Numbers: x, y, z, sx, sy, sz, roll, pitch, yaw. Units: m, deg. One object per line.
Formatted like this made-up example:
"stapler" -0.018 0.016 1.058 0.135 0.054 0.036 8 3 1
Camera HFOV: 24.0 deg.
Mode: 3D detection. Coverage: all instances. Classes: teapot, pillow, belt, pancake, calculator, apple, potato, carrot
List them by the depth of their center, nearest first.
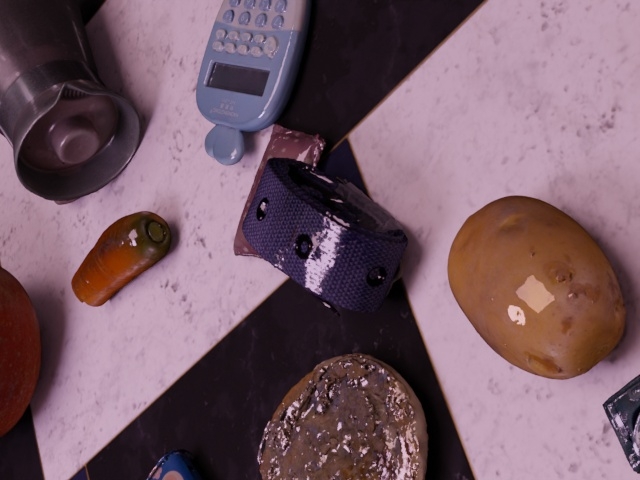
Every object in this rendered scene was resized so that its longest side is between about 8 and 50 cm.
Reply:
"potato" 0.215 0.041 1.538 0.150 0.146 0.234 -41 44 -5
"pancake" 0.025 0.257 1.752 0.282 0.049 0.282 -15 69 47
"belt" 0.000 0.000 1.789 0.230 0.140 0.126 38 113 43
"pillow" -0.059 -0.057 1.933 0.118 0.043 0.185 21 96 51
"calculator" -0.092 -0.248 2.022 0.188 0.042 0.302 17 93 48
"carrot" -0.288 0.022 2.144 0.193 0.087 0.087 -33 57 42
"apple" -0.591 0.173 2.258 0.348 0.348 0.277 -14 75 46
"teapot" -0.434 -0.224 2.274 0.344 0.253 0.300 53 153 36

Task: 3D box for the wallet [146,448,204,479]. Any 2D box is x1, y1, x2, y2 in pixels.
"wallet" -0.172 0.383 1.937 0.141 0.059 0.202 -55 47 14

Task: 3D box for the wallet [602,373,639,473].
"wallet" 0.332 0.159 1.447 0.129 0.026 0.088 -44 50 33
